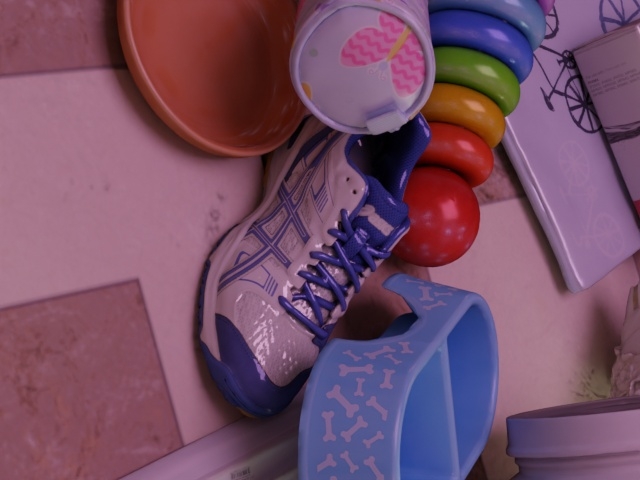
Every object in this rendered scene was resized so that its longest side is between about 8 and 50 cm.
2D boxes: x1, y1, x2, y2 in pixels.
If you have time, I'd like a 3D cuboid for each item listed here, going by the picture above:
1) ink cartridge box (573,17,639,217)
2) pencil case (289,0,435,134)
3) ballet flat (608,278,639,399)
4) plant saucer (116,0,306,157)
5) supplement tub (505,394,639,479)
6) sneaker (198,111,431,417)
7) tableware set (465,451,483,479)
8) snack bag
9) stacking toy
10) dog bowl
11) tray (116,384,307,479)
[{"bbox_3d":[0.373,-0.130,1.680,0.158,0.092,0.218,-26,93,-44],"label":"ink cartridge box"},{"bbox_3d":[0.037,-0.188,1.329,0.273,0.113,0.124,-84,166,-62],"label":"pencil case"},{"bbox_3d":[0.372,0.071,1.640,0.409,0.147,0.147,-38,104,-54],"label":"ballet flat"},{"bbox_3d":[-0.090,-0.160,1.316,0.200,0.037,0.200,18,63,-41],"label":"plant saucer"},{"bbox_3d":[0.277,0.301,1.362,0.241,0.241,0.331,-4,86,-46],"label":"supplement tub"},{"bbox_3d":[0.000,0.000,1.286,0.112,0.131,0.296,39,53,-32],"label":"sneaker"},{"bbox_3d":[0.120,0.240,1.404,0.141,0.020,0.169,55,45,-17],"label":"tableware set"},{"bbox_3d":[0.282,-0.136,1.688,0.342,0.037,0.323,-33,100,-43],"label":"snack bag"},{"bbox_3d":[0.124,-0.131,1.459,0.141,0.141,0.330,28,69,-36],"label":"stacking toy"},{"bbox_3d":[0.072,0.132,1.281,0.297,0.074,0.166,-43,130,-61],"label":"dog bowl"},{"bbox_3d":[-0.054,0.213,1.230,0.270,0.030,0.145,-22,92,-47],"label":"tray"}]
